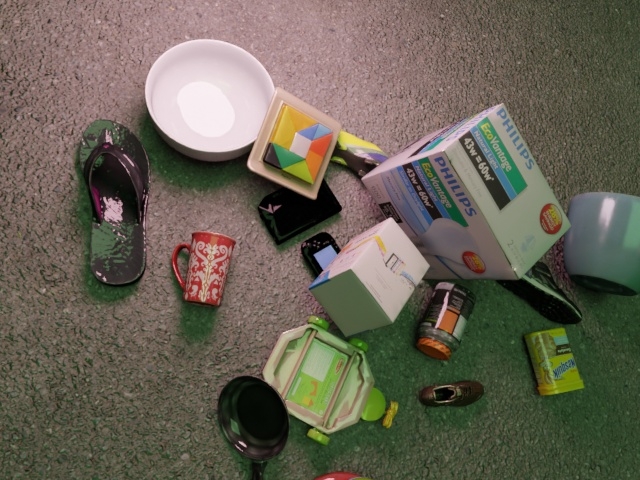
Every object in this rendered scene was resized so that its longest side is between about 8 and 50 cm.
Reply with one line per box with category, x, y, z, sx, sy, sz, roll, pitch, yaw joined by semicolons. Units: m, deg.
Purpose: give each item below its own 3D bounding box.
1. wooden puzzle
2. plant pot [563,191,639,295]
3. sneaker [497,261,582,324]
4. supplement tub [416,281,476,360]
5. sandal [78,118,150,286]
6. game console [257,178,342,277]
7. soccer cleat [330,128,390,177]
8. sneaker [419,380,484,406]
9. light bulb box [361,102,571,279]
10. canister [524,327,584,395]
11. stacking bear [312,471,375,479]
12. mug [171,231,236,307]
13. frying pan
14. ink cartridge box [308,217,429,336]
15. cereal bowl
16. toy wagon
wooden puzzle;-0.060;-0.254;1.342;0.220;0.044;0.239;22;81;-31
plant pot;0.857;0.025;1.485;0.292;0.293;0.235;21;83;-8
sneaker;0.660;0.127;1.490;0.283;0.107;0.124;37;61;-1
supplement tub;0.335;0.217;1.364;0.116;0.117;0.191;31;68;-3
sandal;-0.501;-0.112;1.254;0.167;0.107;0.446;-8;74;-17
game console;0.000;0.000;1.385;0.213;0.044;0.362;-30;83;-21
soccer cleat;0.086;-0.270;1.487;0.289;0.093;0.121;34;37;3
sneaker;0.357;0.407;1.332;0.188;0.071;0.066;-5;74;-16
light bulb box;0.355;-0.100;1.297;0.225;0.361;0.358;-38;101;-22
canister;0.657;0.340;1.433;0.126;0.073;0.170;-6;73;-17
stacking bear;0.096;0.596;1.083;0.164;0.289;0.176;-14;76;-18
mug;-0.292;0.076;1.267;0.113;0.150;0.170;24;68;-46
frying pan;-0.124;0.461;1.154;0.053;0.197;0.326;-10;74;-63
ink cartridge box;0.125;0.091;1.273;0.168;0.171;0.233;52;47;-8
cereal bowl;-0.294;-0.359;1.371;0.338;0.141;0.339;4;72;-13
toy wagon;0.027;0.363;1.262;0.344;0.068;0.267;29;68;-5
